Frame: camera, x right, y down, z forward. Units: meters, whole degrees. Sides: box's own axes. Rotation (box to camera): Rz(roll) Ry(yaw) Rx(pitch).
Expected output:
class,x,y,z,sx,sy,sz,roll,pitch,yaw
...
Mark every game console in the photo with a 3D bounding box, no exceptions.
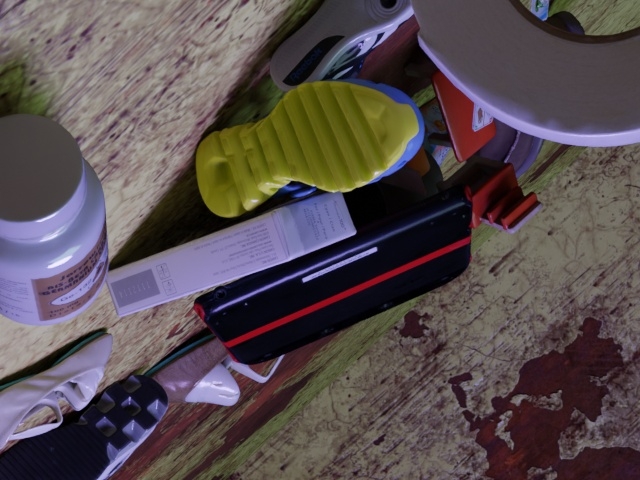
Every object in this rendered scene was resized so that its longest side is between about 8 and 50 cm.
class,x,y,z,sx,sy,sz,roll,pitch,yaw
game console,0.029,0.050,1.898,0.386,0.060,0.342,-24,161,-2

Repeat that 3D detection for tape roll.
class,x,y,z,sx,sy,sz,roll,pitch,yaw
tape roll,0.272,-0.286,1.355,0.392,0.392,0.072,-43,168,5

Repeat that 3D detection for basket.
class,x,y,z,sx,sy,sz,roll,pitch,yaw
basket,0.081,-0.061,2.089,0.204,0.154,0.227,-46,171,38

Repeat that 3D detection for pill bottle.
class,x,y,z,sx,sy,sz,roll,pitch,yaw
pill bottle,-0.259,-0.018,1.252,0.131,0.131,0.229,-37,166,-19

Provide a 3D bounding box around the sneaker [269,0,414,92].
class,x,y,z,sx,sy,sz,roll,pitch,yaw
sneaker,0.044,-0.243,1.549,0.217,0.079,0.121,-36,172,15

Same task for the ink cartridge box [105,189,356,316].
class,x,y,z,sx,sy,sz,roll,pitch,yaw
ink cartridge box,-0.080,0.001,1.727,0.296,0.066,0.261,-18,-177,37

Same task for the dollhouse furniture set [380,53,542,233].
class,x,y,z,sx,sy,sz,roll,pitch,yaw
dollhouse furniture set,0.215,-0.146,1.941,0.262,0.135,0.259,-40,128,-22

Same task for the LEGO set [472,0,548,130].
class,x,y,z,sx,sy,sz,roll,pitch,yaw
LEGO set,0.239,-0.287,1.821,0.182,0.060,0.244,-32,132,-45

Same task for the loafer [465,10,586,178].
class,x,y,z,sx,sy,sz,roll,pitch,yaw
loafer,0.306,-0.231,2.283,0.130,0.134,0.366,-8,141,-26

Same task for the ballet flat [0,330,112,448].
class,x,y,z,sx,sy,sz,roll,pitch,yaw
ballet flat,-0.352,0.203,1.830,0.248,0.086,0.086,-29,163,-44

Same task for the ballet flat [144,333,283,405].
class,x,y,z,sx,sy,sz,roll,pitch,yaw
ballet flat,-0.146,0.200,2.326,0.342,0.124,0.116,-33,165,-31

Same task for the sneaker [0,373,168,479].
class,x,y,z,sx,sy,sz,roll,pitch,yaw
sneaker,-0.377,0.344,2.130,0.330,0.122,0.146,-30,161,-40

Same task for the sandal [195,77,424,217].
class,x,y,z,sx,sy,sz,roll,pitch,yaw
sandal,0.000,-0.110,1.535,0.138,0.126,0.317,-16,-175,-42

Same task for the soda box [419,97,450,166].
class,x,y,z,sx,sy,sz,roll,pitch,yaw
soda box,0.168,-0.152,2.218,0.058,0.063,0.183,-34,165,-27
